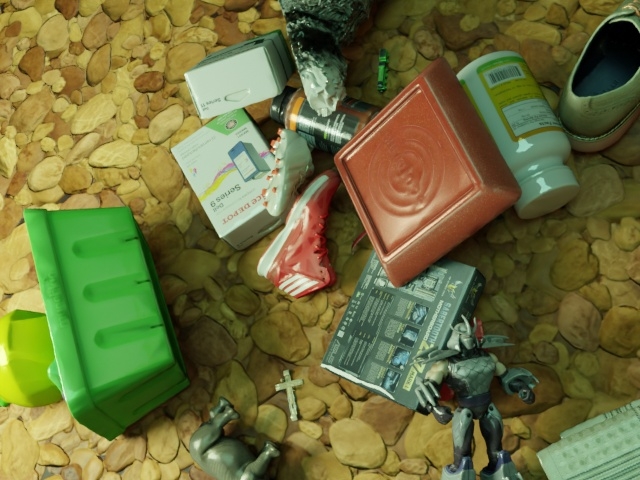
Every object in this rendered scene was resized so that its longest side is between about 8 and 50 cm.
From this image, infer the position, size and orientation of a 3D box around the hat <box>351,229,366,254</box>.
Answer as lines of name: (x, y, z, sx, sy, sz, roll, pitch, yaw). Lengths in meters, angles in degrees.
hat: (0.156, -0.101, 1.260, 0.208, 0.183, 0.173, -4, 64, -31)

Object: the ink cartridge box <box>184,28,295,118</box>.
ink cartridge box: (-0.137, -0.298, 1.318, 0.153, 0.208, 0.087, -16, 111, 11)

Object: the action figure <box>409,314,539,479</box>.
action figure: (0.222, 0.245, 1.049, 0.185, 0.099, 0.285, -7, 89, -12)

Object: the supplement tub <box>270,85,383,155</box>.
supplement tub: (0.011, -0.210, 1.298, 0.197, 0.106, 0.106, 25, 81, 23)

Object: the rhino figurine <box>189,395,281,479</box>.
rhino figurine: (-0.106, 0.361, 1.164, 0.243, 0.073, 0.106, 39, 82, 17)

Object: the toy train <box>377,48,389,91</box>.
toy train: (0.112, -0.308, 1.343, 0.017, 0.024, 0.083, 0, 72, 17)

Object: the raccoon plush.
raccoon plush: (0.086, -0.418, 1.292, 0.299, 0.216, 0.447, -18, 67, 6)

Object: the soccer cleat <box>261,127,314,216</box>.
soccer cleat: (-0.046, -0.111, 1.214, 0.076, 0.068, 0.196, 22, 43, -17)

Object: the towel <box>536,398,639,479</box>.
towel: (0.496, 0.361, 0.996, 0.324, 0.056, 0.312, -26, 70, 5)

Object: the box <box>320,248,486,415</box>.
box: (0.128, 0.128, 1.154, 0.183, 0.059, 0.233, 17, 78, 37)

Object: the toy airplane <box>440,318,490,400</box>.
toy airplane: (0.201, 0.171, 1.154, 0.151, 0.028, 0.151, -6, 70, 16)

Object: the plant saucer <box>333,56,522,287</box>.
plant saucer: (0.134, -0.101, 1.110, 0.259, 0.047, 0.259, -41, 61, 36)

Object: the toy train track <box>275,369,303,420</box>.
toy train track: (-0.050, 0.252, 1.214, 0.048, 0.014, 0.083, -16, 69, 12)

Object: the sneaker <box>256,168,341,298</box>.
sneaker: (0.000, 0.000, 1.245, 0.128, 0.087, 0.221, 37, 107, 14)

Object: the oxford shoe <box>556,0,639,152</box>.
oxford shoe: (0.510, -0.321, 1.153, 0.140, 0.146, 0.397, 31, 80, 26)

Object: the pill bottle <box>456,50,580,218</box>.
pill bottle: (0.308, -0.163, 1.173, 0.136, 0.136, 0.246, -24, 67, 9)

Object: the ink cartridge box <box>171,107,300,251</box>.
ink cartridge box: (-0.145, -0.112, 1.322, 0.154, 0.093, 0.212, -33, 68, 4)

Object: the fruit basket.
fruit basket: (-0.438, 0.159, 1.248, 0.391, 0.283, 0.392, 0, 65, 0)
